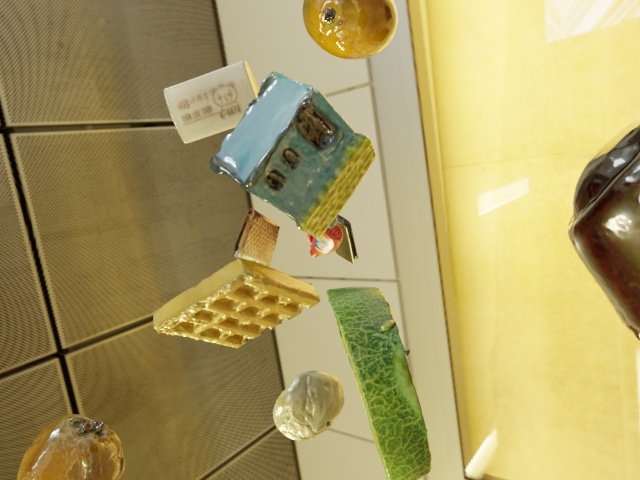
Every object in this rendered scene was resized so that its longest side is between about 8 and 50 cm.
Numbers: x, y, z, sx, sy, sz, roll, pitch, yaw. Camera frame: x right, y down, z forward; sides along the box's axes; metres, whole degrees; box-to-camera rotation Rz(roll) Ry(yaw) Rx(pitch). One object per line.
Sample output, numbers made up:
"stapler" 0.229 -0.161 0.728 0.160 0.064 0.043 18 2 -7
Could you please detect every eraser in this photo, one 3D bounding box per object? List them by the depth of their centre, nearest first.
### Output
"eraser" -0.321 -0.421 1.481 0.095 0.269 0.174 -72 -35 -71

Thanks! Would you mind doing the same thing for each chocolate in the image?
"chocolate" 0.557 -0.025 0.718 0.331 0.384 0.383 46 -132 2

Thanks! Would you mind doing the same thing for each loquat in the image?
"loquat" -0.334 0.303 0.658 0.113 0.137 0.137 -80 -22 -76

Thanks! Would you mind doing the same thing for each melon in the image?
"melon" 0.062 0.140 0.508 0.118 0.064 0.210 100 154 -76

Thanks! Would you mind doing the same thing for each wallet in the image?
"wallet" -0.130 -0.001 1.030 0.196 0.020 0.103 34 -107 -75
"wallet" 0.074 -0.010 1.690 0.031 0.110 0.198 -40 -41 -22

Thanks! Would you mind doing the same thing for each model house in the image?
"model house" -0.037 -0.156 1.001 0.303 0.215 0.237 34 -87 -44

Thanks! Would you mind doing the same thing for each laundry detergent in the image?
"laundry detergent" 0.000 0.000 1.340 0.097 0.165 0.049 42 -121 3

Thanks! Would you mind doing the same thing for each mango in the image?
"mango" 0.031 -0.270 0.576 0.111 0.163 0.090 11 -59 -22

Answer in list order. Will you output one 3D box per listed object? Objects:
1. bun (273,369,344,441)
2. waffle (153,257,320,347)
"bun" -0.019 0.398 1.138 0.183 0.102 0.184 -17 -58 -28
"waffle" -0.159 0.128 0.937 0.221 0.247 0.055 29 -142 -50
